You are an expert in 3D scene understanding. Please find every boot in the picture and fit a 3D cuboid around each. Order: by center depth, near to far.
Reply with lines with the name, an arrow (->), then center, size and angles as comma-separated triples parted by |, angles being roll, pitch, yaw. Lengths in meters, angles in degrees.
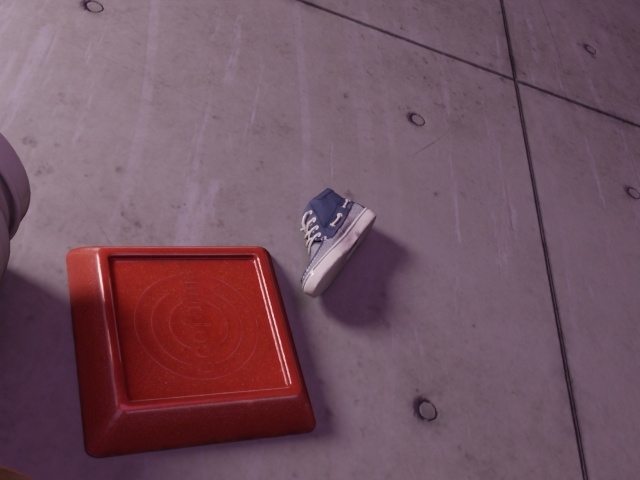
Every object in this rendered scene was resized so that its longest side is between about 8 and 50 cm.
boot -> 0.000, 0.000, 1.023 | 0.086, 0.069, 0.190 | 30, 38, 9

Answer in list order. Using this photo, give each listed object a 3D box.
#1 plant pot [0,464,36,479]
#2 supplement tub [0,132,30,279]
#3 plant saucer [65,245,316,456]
plant pot -> -0.290, 0.297, 0.605 | 0.236, 0.032, 0.236 | 26, 50, -35
supplement tub -> -0.425, 0.031, 0.657 | 0.241, 0.241, 0.331 | 25, 46, -6
plant saucer -> -0.144, 0.102, 0.874 | 0.259, 0.047, 0.258 | 0, 54, -26
